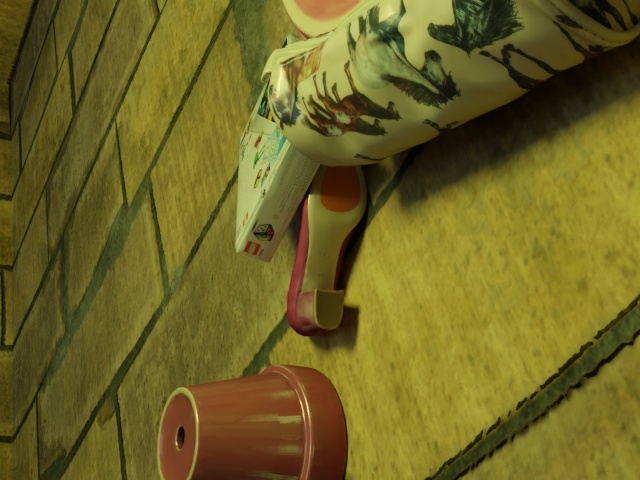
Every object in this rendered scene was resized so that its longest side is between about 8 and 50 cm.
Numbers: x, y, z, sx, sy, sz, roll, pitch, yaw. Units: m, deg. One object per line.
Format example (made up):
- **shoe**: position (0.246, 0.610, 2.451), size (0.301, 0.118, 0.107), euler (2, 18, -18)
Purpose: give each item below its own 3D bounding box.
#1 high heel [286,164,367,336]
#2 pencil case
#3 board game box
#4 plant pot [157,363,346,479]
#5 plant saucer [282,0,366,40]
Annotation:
- **high heel**: position (0.000, 0.000, 1.079), size (0.117, 0.082, 0.244), euler (162, 110, -67)
- **pencil case**: position (0.103, -0.198, 0.833), size (0.410, 0.183, 0.160), euler (-21, 28, 53)
- **board game box**: position (-0.055, -0.135, 1.143), size (0.305, 0.053, 0.193), euler (-95, 30, -56)
- **plant pot**: position (-0.095, 0.251, 1.043), size (0.201, 0.180, 0.201), euler (-23, 62, 55)
- **plant saucer**: position (0.050, -0.365, 1.028), size (0.332, 0.084, 0.332), euler (-1, 89, 52)
